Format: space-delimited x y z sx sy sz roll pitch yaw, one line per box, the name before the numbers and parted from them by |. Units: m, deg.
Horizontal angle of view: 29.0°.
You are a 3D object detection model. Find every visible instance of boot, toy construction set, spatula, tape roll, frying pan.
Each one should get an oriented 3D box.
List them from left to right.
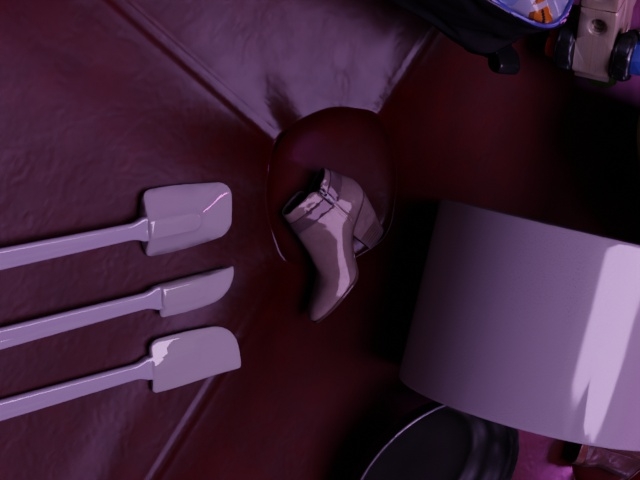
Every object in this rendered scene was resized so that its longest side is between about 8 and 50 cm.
spatula | -0.169 0.050 0.962 0.242 0.019 0.168 -12 113 -33
boot | 0.000 0.000 1.060 0.087 0.042 0.118 40 75 -29
frying pan | 0.069 0.279 1.166 0.197 0.053 0.326 20 105 -42
tape roll | 0.204 0.070 1.094 0.246 0.246 0.169 11 94 -37
boot | 0.324 0.205 1.342 0.114 0.037 0.106 19 103 -34
toy construction set | 0.299 -0.268 1.158 0.215 0.151 0.327 -54 138 -44

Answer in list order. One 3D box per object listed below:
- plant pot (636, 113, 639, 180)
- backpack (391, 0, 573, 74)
plant pot | 0.420 -0.052 1.169 0.293 0.275 0.275 34 80 -48
backpack | 0.125 -0.314 0.966 0.276 0.213 0.263 29 69 -24
